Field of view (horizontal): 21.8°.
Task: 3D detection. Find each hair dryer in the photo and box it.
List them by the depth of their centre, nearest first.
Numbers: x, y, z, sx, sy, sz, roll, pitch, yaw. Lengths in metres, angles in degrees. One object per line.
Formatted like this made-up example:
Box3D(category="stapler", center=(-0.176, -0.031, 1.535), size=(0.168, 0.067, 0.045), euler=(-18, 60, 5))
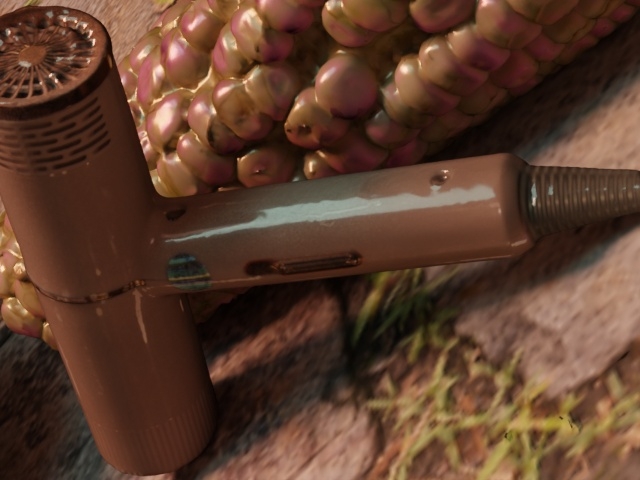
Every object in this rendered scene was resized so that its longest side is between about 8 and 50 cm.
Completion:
Box3D(category="hair dryer", center=(0.005, 0.008, 0.578), size=(0.220, 0.195, 0.053), euler=(1, 46, 10))

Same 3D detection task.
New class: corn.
Box3D(category="corn", center=(-0.007, -0.063, 0.630), size=(0.335, 0.126, 0.126), euler=(-41, 31, 29))
